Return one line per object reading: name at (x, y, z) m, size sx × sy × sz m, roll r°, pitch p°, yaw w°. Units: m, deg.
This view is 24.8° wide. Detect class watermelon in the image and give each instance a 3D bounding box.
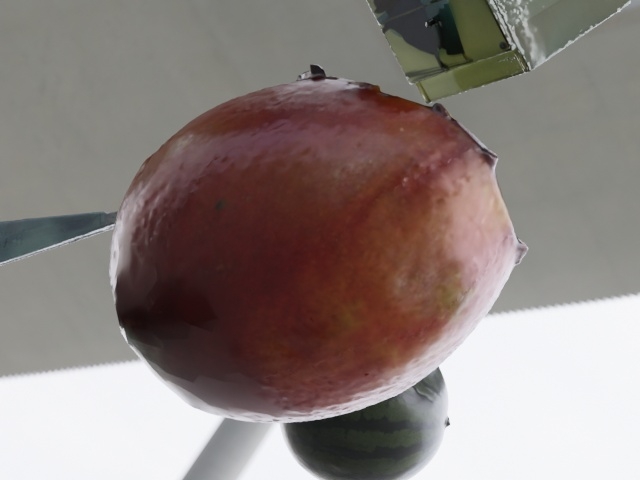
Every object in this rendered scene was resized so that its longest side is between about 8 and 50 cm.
watermelon at (0.055, 0.204, 1.785) m, size 0.212 × 0.212 × 0.212 m, roll 19°, pitch -43°, yaw 18°

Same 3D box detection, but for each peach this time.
peach at (0.000, 0.000, 1.153) m, size 0.338 × 0.281 × 0.281 m, roll -25°, pitch -66°, yaw 22°

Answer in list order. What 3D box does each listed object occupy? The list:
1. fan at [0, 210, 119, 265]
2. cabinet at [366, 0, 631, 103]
fan at (-0.264, -0.008, 1.540) m, size 0.282 × 0.057 × 0.023 m, roll -8°, pitch -27°, yaw 32°
cabinet at (0.124, -0.243, 1.216) m, size 0.145 × 0.150 × 0.206 m, roll -12°, pitch -71°, yaw 58°
